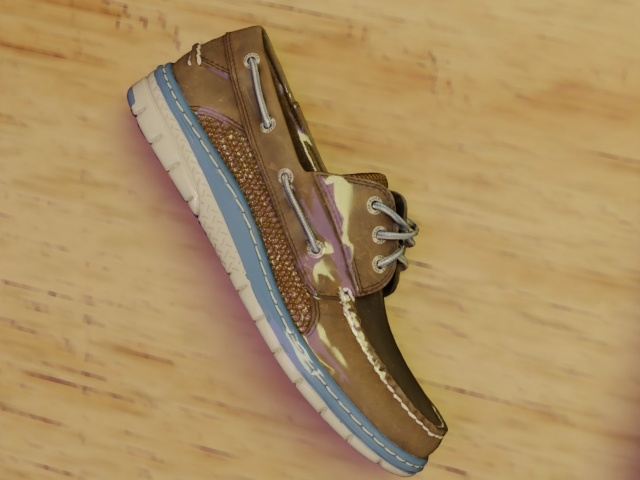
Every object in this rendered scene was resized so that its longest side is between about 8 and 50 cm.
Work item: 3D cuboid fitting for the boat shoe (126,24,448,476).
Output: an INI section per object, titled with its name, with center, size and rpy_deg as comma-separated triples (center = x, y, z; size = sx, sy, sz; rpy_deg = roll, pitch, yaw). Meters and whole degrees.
[boat shoe]
center = 0.000, 0.000, 0.479
size = 0.066, 0.066, 0.183
rpy_deg = -35, 85, 9
